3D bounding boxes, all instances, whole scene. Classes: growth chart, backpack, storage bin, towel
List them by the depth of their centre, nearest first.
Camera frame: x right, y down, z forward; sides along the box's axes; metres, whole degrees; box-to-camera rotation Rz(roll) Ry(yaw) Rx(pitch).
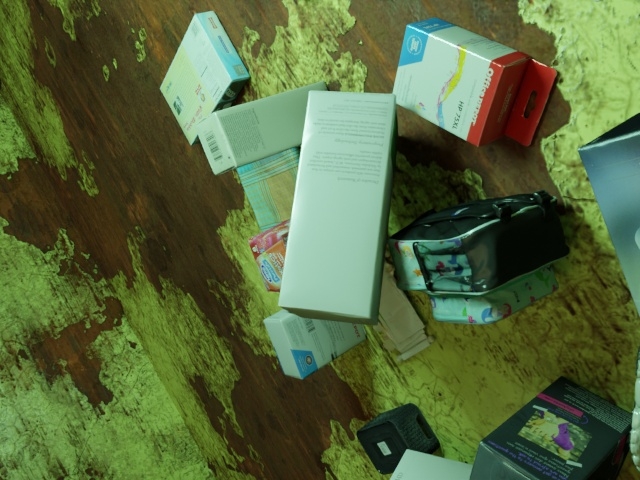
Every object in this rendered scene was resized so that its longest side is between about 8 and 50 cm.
[{"bbox_3d":[0.240,0.025,0.958,0.253,0.225,0.191,2,107,55],"label":"backpack"},{"bbox_3d":[0.155,0.151,1.311,0.237,0.021,0.172,61,145,4],"label":"growth chart"},{"bbox_3d":[0.181,0.475,1.421,0.122,0.084,0.180,58,143,9],"label":"storage bin"},{"bbox_3d":[-0.115,-0.140,1.460,0.271,0.040,0.370,-14,100,55],"label":"towel"}]

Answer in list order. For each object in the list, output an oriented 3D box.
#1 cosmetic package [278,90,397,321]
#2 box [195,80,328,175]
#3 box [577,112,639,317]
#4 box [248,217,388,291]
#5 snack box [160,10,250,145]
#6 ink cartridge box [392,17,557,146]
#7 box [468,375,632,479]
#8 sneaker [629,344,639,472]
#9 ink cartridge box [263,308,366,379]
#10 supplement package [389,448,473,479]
[{"bbox_3d":[0.040,-0.047,1.022,0.155,0.197,0.366,5,81,9],"label":"cosmetic package"},{"bbox_3d":[-0.098,-0.226,1.182,0.094,0.275,0.113,-11,101,54],"label":"box"},{"bbox_3d":[0.496,-0.026,0.641,0.296,0.182,0.294,-16,99,54],"label":"box"},{"bbox_3d":[0.000,0.000,1.212,0.128,0.257,0.123,-6,108,53],"label":"box"},{"bbox_3d":[-0.304,-0.401,1.519,0.322,0.060,0.187,-35,82,54],"label":"snack box"},{"bbox_3d":[0.231,-0.241,0.930,0.231,0.078,0.134,37,136,32],"label":"ink cartridge box"},{"bbox_3d":[0.366,0.359,0.944,0.143,0.270,0.165,28,123,40],"label":"box"},{"bbox_3d":[0.516,0.244,0.850,0.118,0.107,0.279,9,121,38],"label":"sneaker"},{"bbox_3d":[-0.010,0.209,1.399,0.086,0.203,0.148,-9,103,55],"label":"ink cartridge box"},{"bbox_3d":[0.285,0.576,1.205,0.292,0.177,0.175,3,115,31],"label":"supplement package"}]
